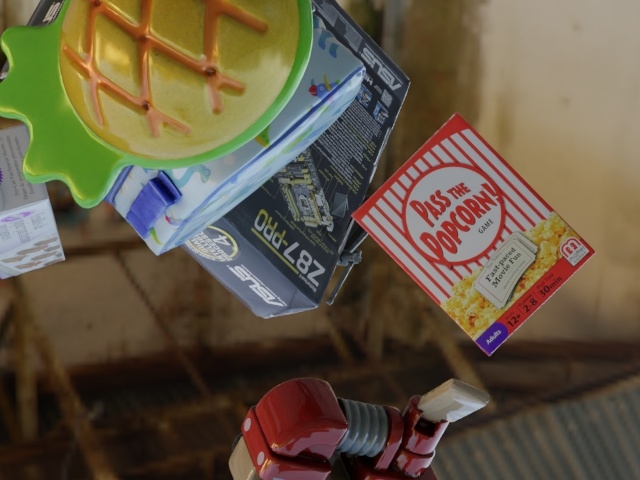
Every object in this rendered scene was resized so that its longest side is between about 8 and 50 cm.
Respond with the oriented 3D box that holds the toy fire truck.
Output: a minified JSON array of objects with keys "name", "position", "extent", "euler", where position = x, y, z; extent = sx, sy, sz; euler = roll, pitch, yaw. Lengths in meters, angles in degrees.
[{"name":"toy fire truck","position":[0.051,0.203,1.875],"extent":[0.217,0.246,0.158],"euler":[16,-155,-26]}]

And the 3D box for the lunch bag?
[{"name":"lunch bag","position":[-0.070,-0.078,1.321],"extent":[0.176,0.219,0.090],"euler":[-41,-90,-21]}]

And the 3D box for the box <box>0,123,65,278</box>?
[{"name":"box","position":[-0.255,-0.026,1.491],"extent":[0.063,0.067,0.324],"euler":[-17,174,-8]}]

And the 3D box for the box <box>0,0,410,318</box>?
[{"name":"box","position":[-0.098,-0.162,1.802],"extent":[0.097,0.395,0.318],"euler":[-14,-136,41]}]

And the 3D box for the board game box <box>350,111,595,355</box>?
[{"name":"board game box","position":[0.148,-0.007,1.757],"extent":[0.193,0.147,0.045],"euler":[45,-177,2]}]

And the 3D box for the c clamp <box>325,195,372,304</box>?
[{"name":"c clamp","position":[0.000,0.000,1.905],"extent":[0.137,0.022,0.161],"euler":[-52,-149,-17]}]

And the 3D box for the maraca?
[{"name":"maraca","position":[-0.089,-0.094,0.933],"extent":[0.186,0.127,0.099],"euler":[-28,171,18]}]
